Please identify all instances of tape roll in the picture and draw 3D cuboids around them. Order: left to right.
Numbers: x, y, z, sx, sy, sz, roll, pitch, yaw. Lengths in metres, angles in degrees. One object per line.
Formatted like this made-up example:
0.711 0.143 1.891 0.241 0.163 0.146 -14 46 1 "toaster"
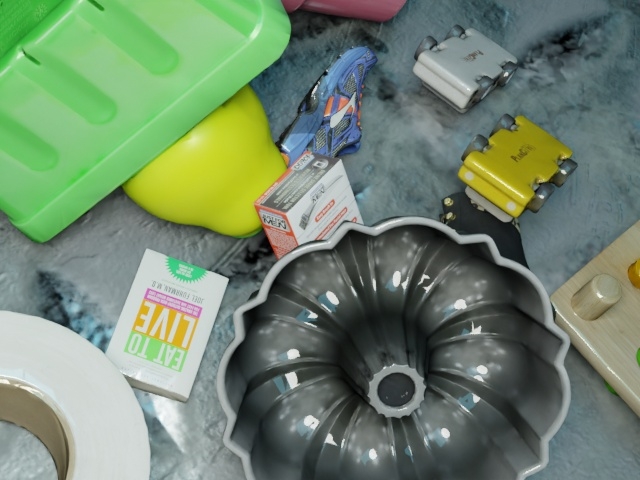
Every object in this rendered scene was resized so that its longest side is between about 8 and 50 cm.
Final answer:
-0.301 0.208 0.859 0.286 0.100 0.286 11 56 -16 "tape roll"

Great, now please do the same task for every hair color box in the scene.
0.000 0.000 1.027 0.053 0.167 0.093 18 52 38 "hair color box"

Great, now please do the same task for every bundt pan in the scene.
0.064 0.122 0.934 0.331 0.124 0.330 -1 105 -5 "bundt pan"

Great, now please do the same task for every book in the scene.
-0.164 0.089 1.018 0.096 0.035 0.144 20 59 -8 "book"

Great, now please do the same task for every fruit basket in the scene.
-0.181 -0.159 1.004 0.392 0.392 0.283 -11 57 -19 "fruit basket"

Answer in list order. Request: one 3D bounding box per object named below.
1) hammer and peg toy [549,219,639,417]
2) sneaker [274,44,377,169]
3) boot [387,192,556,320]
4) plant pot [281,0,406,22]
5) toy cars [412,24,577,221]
0.454 0.137 1.090 0.266 0.127 0.361 -35 76 -28 "hammer and peg toy"
0.015 -0.144 1.163 0.087 0.083 0.221 35 65 -10 "sneaker"
0.133 0.022 1.079 0.237 0.085 0.178 8 42 -9 "boot"
0.022 -0.365 1.215 0.180 0.201 0.201 17 59 -24 "plant pot"
0.191 -0.137 1.152 0.177 0.087 0.393 15 36 -23 "toy cars"
